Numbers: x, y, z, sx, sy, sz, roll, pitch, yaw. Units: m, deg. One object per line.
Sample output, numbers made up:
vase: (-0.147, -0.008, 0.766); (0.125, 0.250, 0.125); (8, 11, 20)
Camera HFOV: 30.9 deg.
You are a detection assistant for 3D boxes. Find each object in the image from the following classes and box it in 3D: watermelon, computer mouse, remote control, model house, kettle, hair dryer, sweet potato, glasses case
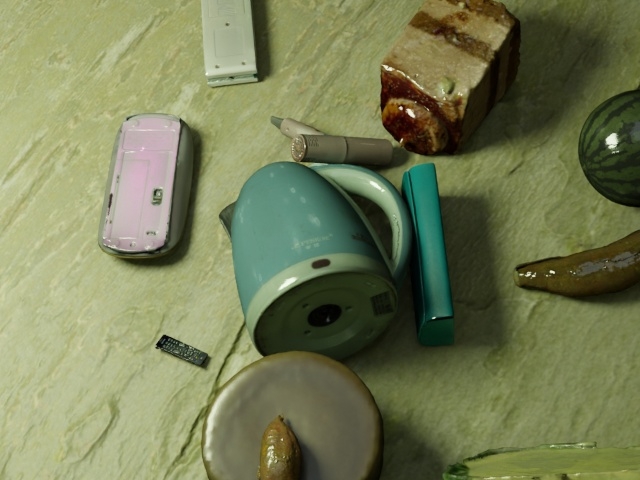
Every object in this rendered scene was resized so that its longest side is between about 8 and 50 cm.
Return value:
watermelon: (0.552, -0.159, 2.009); (0.212, 0.212, 0.212); (-2, 61, 4)
computer mouse: (-0.321, -0.099, 2.136); (0.158, 0.072, 0.310); (1, 61, 5)
remote control: (-0.183, -0.433, 2.322); (0.103, 0.055, 0.277); (-7, 61, 2)
model house: (0.365, 0.443, 1.704); (0.321, 0.261, 0.266); (-7, 85, 21)
kettle: (0.000, 0.000, 1.968); (0.319, 0.247, 0.342); (-12, 49, -9)
hair dryer: (-0.001, -0.188, 2.163); (0.195, 0.054, 0.220); (1, 17, -32)
remote control: (-0.239, 0.191, 1.998); (0.091, 0.016, 0.034); (21, 49, 16)
sweet potato: (-0.059, 0.355, 1.692); (0.068, 0.068, 0.226); (-4, 66, 3)
glasses case: (0.183, 0.023, 1.995); (0.070, 0.117, 0.301); (-4, 60, 4)
sweet potato: (0.475, 0.046, 1.981); (0.285, 0.085, 0.112); (-17, 26, 8)

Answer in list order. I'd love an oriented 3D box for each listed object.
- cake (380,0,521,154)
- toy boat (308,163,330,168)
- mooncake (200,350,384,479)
cake: (0.219, -0.299, 2.130); (0.196, 0.199, 0.293); (31, 69, 18)
toy boat: (0.018, -0.087, 2.118); (0.105, 0.034, 0.149); (5, 61, 11)
mooncake: (-0.041, 0.325, 1.822); (0.284, 0.155, 0.284); (-2, 67, 4)
